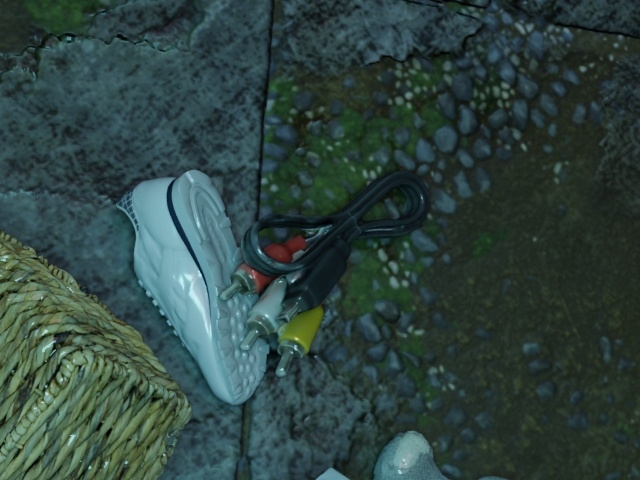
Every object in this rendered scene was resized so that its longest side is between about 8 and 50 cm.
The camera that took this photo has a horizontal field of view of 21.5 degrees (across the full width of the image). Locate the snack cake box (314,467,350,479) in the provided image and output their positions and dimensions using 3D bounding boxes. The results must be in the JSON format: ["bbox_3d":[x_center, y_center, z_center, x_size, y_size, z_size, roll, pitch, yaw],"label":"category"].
[{"bbox_3d":[-0.007,0.351,1.476,0.152,0.264,0.089,35,23,13],"label":"snack cake box"}]

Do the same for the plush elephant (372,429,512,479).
[{"bbox_3d":[0.183,0.347,1.547,0.330,0.255,0.272,31,67,-6],"label":"plush elephant"}]

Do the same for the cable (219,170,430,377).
[{"bbox_3d":[0.000,0.000,1.677,0.139,0.072,0.287,56,45,-16],"label":"cable"}]

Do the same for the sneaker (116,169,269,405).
[{"bbox_3d":[-0.123,0.050,1.643,0.090,0.095,0.235,-26,101,-63],"label":"sneaker"}]

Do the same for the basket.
[{"bbox_3d":[-0.287,0.170,1.477,0.299,0.213,0.223,-51,54,4],"label":"basket"}]
